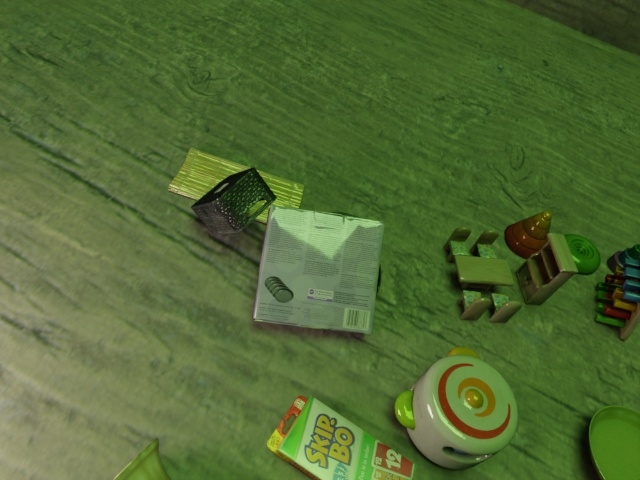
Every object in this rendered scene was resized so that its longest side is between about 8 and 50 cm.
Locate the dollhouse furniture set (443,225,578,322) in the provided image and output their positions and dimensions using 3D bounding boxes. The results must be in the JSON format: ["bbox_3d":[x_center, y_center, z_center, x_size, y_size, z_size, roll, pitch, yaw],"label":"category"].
[{"bbox_3d":[0.444,0.064,1.261,0.242,0.161,0.212,5,52,-11],"label":"dollhouse furniture set"}]

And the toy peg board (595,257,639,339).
[{"bbox_3d":[0.739,0.128,1.304,0.079,0.160,0.161,13,49,15],"label":"toy peg board"}]

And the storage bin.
[{"bbox_3d":[-0.194,-0.084,1.172,0.122,0.180,0.084,-46,111,-24],"label":"storage bin"}]

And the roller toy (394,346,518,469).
[{"bbox_3d":[0.272,0.325,1.023,0.209,0.146,0.191,-28,65,-32],"label":"roller toy"}]

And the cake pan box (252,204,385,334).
[{"bbox_3d":[0.003,0.064,1.133,0.267,0.070,0.246,7,84,-9],"label":"cake pan box"}]

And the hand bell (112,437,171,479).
[{"bbox_3d":[-0.226,0.448,0.841,0.242,0.126,0.126,45,54,4],"label":"hand bell"}]

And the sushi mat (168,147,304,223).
[{"bbox_3d":[-0.203,-0.130,1.324,0.316,0.019,0.151,19,52,0],"label":"sushi mat"}]

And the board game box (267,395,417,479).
[{"bbox_3d":[0.039,0.398,0.979,0.259,0.039,0.124,29,51,11],"label":"board game box"}]

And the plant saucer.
[{"bbox_3d":[0.643,0.457,1.080,0.241,0.037,0.241,13,47,-14],"label":"plant saucer"}]

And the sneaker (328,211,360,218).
[{"bbox_3d":[0.000,0.000,1.241,0.227,0.087,0.130,-1,63,-21],"label":"sneaker"}]

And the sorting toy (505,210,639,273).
[{"bbox_3d":[0.685,-0.001,1.401,0.365,0.126,0.127,14,51,-3],"label":"sorting toy"}]
